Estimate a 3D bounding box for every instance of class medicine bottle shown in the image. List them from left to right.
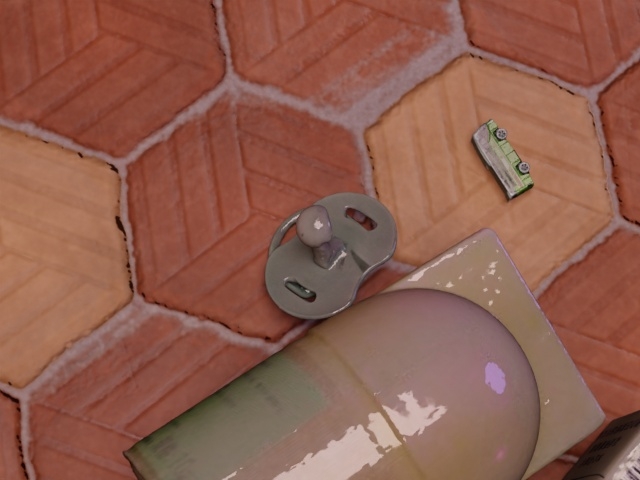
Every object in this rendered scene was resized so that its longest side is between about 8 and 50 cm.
[{"bbox_3d":[0.049,0.183,1.421,0.406,0.236,0.235,-32,81,-12],"label":"medicine bottle"}]

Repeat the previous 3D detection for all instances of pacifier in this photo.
[{"bbox_3d":[0.000,0.000,1.529,0.150,0.116,0.127,-45,58,-10],"label":"pacifier"}]

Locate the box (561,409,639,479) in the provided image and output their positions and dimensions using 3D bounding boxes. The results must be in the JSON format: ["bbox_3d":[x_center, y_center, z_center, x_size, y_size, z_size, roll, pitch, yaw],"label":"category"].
[{"bbox_3d":[0.245,0.274,1.455,0.071,0.168,0.259,44,75,4],"label":"box"}]

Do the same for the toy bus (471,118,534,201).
[{"bbox_3d":[0.190,-0.085,1.610,0.037,0.031,0.083,-32,81,-3],"label":"toy bus"}]
